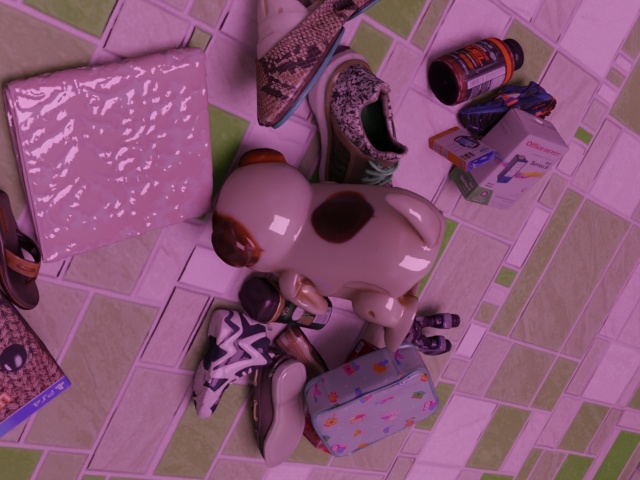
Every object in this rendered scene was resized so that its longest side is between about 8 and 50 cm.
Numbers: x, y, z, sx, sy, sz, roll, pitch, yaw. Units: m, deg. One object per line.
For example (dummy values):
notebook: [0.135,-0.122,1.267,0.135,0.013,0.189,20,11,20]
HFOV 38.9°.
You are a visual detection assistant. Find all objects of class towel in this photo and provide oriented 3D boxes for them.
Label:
towel: [-0.337,-0.147,1.516,0.331,0.053,0.317,-19,125,-29]

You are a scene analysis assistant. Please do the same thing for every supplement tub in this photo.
supplement tub: [0.327,-0.357,1.879,0.198,0.106,0.106,-26,128,-25]

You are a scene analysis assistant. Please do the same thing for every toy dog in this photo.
toy dog: [0.000,0.000,1.651,0.395,0.408,0.285,97,10,-77]

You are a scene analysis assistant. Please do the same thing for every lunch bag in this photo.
lunch bag: [0.107,0.346,1.950,0.279,0.108,0.224,-24,139,2]

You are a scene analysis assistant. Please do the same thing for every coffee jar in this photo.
coffee jar: [-0.071,0.129,1.849,0.184,0.096,0.079,13,109,-41]

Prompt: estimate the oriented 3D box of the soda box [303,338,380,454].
soda box: [0.068,0.365,2.100,0.092,0.083,0.263,35,91,-43]

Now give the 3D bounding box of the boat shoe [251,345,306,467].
boat shoe: [-0.097,0.361,1.963,0.109,0.091,0.305,-23,133,-37]

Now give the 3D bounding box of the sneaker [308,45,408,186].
sneaker: [0.093,-0.162,1.752,0.158,0.182,0.410,-33,131,-19]

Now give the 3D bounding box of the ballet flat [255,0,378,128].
ballet flat: [0.002,-0.413,1.571,0.182,0.164,0.483,45,73,-17]

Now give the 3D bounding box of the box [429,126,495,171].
box: [0.306,-0.192,1.933,0.081,0.136,0.028,-25,136,-25]

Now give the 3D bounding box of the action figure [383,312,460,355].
action figure: [0.215,0.209,2.087,0.285,0.099,0.185,17,77,-53]

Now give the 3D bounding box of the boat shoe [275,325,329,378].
boat shoe: [-0.038,0.264,1.981,0.072,0.068,0.190,-33,119,0]

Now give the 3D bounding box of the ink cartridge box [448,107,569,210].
ink cartridge box: [0.417,-0.176,2.007,0.154,0.093,0.212,11,131,-41]

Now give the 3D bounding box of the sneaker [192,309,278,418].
sneaker: [-0.164,0.257,1.839,0.153,0.094,0.235,10,99,-25]

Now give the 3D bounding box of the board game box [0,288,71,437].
board game box: [-0.585,0.179,1.445,0.232,0.141,0.291,-38,131,-15]

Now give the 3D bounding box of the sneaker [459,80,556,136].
sneaker: [0.404,-0.294,1.999,0.221,0.087,0.083,-14,146,-14]

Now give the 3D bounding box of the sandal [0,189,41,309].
sandal: [-0.485,0.018,1.465,0.060,0.090,0.219,-4,115,3]
